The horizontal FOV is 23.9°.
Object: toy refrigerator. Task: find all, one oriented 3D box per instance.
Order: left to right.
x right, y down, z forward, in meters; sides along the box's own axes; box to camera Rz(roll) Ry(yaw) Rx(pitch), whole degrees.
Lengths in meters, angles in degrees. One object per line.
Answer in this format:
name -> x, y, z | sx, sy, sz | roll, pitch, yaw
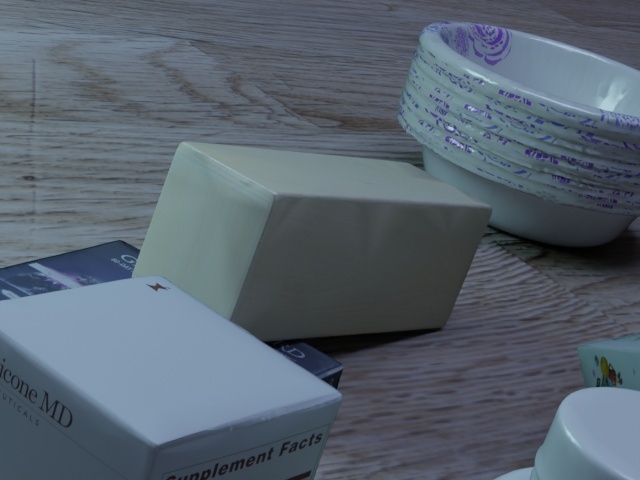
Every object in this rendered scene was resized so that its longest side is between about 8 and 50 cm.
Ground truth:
toy refrigerator -> 0.000, 0.000, 1.029 | 0.094, 0.102, 0.269 | 29, 16, 31

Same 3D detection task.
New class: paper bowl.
paper bowl -> 0.210, -0.095, 1.431 | 0.284, 0.148, 0.284 | 15, 21, -6

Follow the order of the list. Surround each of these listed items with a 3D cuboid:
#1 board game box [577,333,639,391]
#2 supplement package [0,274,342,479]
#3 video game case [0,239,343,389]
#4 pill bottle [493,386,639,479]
board game box -> 0.304, 0.082, 0.843 | 0.224, 0.098, 0.303 | -12, 0, -10
supplement package -> -0.083, 0.119, 0.585 | 0.105, 0.179, 0.105 | 30, 24, 32
video game case -> -0.136, 0.069, 0.899 | 0.196, 0.026, 0.274 | 28, 21, 26
pill bottle -> 0.091, 0.166, 0.554 | 0.117, 0.215, 0.117 | 15, 20, -6
